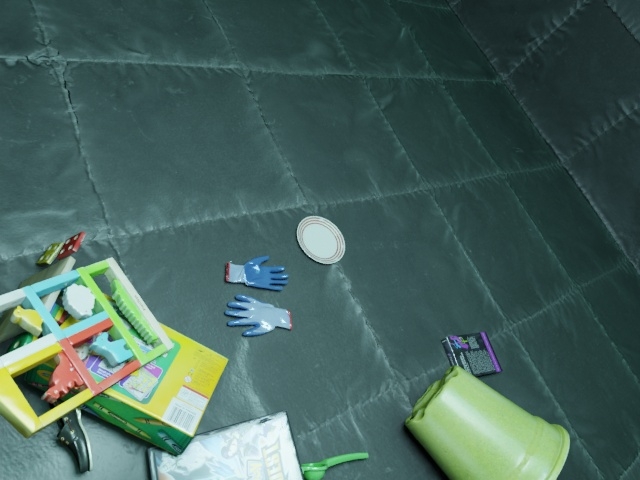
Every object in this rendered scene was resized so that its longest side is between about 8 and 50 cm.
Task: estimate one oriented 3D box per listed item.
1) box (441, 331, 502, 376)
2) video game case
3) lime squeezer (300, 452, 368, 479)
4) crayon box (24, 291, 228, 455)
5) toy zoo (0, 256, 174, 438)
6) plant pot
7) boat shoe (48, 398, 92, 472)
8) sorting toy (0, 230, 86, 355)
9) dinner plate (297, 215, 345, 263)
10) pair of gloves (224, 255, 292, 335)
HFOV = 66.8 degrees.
[{"bbox_3d":[0.411,0.312,1.315,0.162,0.029,0.116,2,59,-34],"label":"box"},{"bbox_3d":[-0.141,0.455,0.812,0.248,0.035,0.274,-9,65,-21],"label":"video game case"},{"bbox_3d":[-0.018,0.468,0.912,0.110,0.059,0.310,51,46,7],"label":"lime squeezer"},{"bbox_3d":[-0.318,0.220,0.830,0.278,0.081,0.165,30,35,-8],"label":"crayon box"},{"bbox_3d":[-0.381,0.148,0.712,0.192,0.030,0.293,53,33,5],"label":"toy zoo"},{"bbox_3d":[0.337,0.424,1.060,0.254,0.276,0.276,41,46,14],"label":"plant pot"},{"bbox_3d":[-0.397,0.309,0.774,0.042,0.049,0.133,-10,60,-42],"label":"boat shoe"},{"bbox_3d":[-0.467,0.102,0.817,0.046,0.132,0.274,50,27,-37],"label":"sorting toy"},{"bbox_3d":[0.000,0.000,1.262,0.141,0.017,0.141,17,52,-23],"label":"dinner plate"},{"bbox_3d":[-0.139,0.120,1.088,0.159,0.023,0.198,9,57,-30],"label":"pair of gloves"}]
